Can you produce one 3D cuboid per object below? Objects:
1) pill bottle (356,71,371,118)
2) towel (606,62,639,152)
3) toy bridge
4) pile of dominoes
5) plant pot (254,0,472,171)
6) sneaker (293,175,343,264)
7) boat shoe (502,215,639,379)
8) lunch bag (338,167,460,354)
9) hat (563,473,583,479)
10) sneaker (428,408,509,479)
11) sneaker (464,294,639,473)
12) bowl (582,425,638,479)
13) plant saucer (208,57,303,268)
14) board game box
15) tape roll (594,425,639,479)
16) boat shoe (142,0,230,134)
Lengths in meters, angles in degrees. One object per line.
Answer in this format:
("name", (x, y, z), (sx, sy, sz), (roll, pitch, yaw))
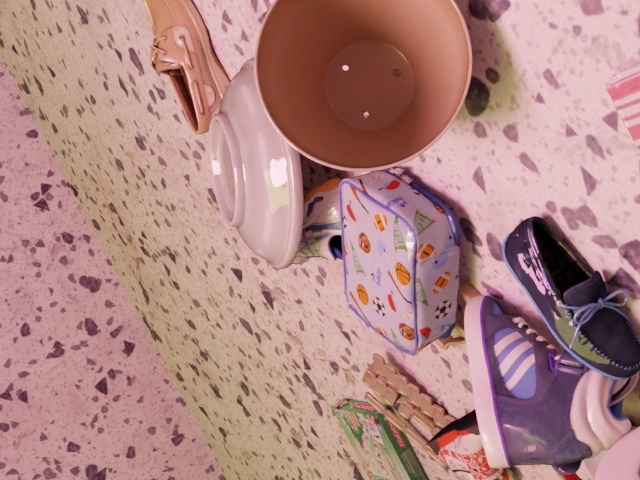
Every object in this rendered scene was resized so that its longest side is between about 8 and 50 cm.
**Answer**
("pill bottle", (0.059, -0.227, 1.401), (0.078, 0.078, 0.137), (59, 153, -2))
("towel", (0.416, -0.118, 0.971), (0.197, 0.029, 0.144), (59, 154, -7))
("toy bridge", (0.246, 0.146, 1.538), (0.063, 0.026, 0.188), (46, 150, 21))
("pile of dominoes", (0.198, 0.348, 1.851), (0.251, 0.040, 0.196), (38, 148, 18))
("plant pot", (0.062, -0.232, 1.229), (0.284, 0.284, 0.191), (57, -175, 3))
("sneaker", (0.000, 0.000, 1.708), (0.131, 0.111, 0.296), (53, 154, 10))
("boat shoe", (0.348, 0.079, 1.208), (0.258, 0.109, 0.089), (47, 148, 17))
("lunch bag", (0.126, 0.025, 1.496), (0.243, 0.114, 0.304), (39, 142, 44))
("hat", (0.455, 0.405, 1.330), (0.208, 0.184, 0.173), (29, 141, 3))
("sneaker", (0.309, 0.393, 1.630), (0.145, 0.090, 0.270), (49, 153, 7))
("sneaker", (0.350, 0.192, 1.316), (0.323, 0.236, 0.130), (-85, -24, -50))
("bowl", (0.466, 0.338, 1.337), (0.142, 0.053, 0.142), (60, 153, -3))
("plant saucer", (-0.140, -0.138, 1.656), (0.400, 0.100, 0.401), (171, 90, -72))
("board game box", (0.162, 0.524, 2.063), (0.213, 0.046, 0.317), (-7, 112, 62))
("tape roll", (0.489, 0.341, 1.090), (0.246, 0.246, 0.169), (-4, 115, 61))
("boat shoe", (-0.288, -0.384, 1.789), (0.341, 0.110, 0.121), (61, 153, -7))
